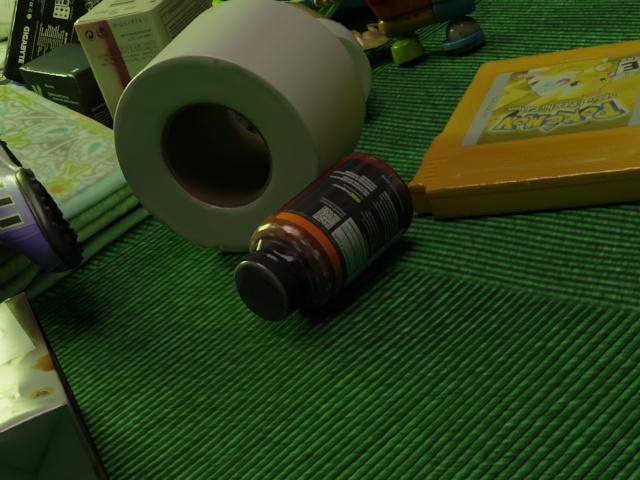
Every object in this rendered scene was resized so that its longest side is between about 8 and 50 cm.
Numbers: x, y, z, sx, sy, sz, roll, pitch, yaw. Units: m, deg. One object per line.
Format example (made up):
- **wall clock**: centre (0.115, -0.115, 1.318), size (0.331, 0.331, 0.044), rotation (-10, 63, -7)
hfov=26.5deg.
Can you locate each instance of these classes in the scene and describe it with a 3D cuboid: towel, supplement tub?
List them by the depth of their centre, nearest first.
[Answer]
- **supplement tub**: centre (0.000, 0.000, 1.369), size (0.106, 0.106, 0.198), rotation (7, 35, 42)
- **towel**: centre (-0.407, -0.054, 1.680), size (0.321, 0.090, 0.374), rotation (24, 42, 31)
- **supplement tub**: centre (-0.024, -0.232, 1.800), size (0.144, 0.144, 0.200), rotation (-24, 26, -11)

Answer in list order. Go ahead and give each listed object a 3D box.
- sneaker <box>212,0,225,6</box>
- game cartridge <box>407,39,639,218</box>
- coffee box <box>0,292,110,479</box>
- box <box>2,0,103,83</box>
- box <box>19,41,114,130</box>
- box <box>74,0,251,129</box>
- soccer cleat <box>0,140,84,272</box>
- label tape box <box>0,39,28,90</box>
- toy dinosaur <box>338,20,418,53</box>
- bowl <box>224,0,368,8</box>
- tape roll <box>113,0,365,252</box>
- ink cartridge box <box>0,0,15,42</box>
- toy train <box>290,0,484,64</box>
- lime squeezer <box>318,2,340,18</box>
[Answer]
- **sneaker**: centre (-0.159, -0.297, 2.093), size (0.121, 0.111, 0.300), rotation (-28, 20, 3)
- **game cartridge**: centre (0.271, -0.131, 1.511), size (0.285, 0.052, 0.323), rotation (-5, 28, 26)
- **coffee box**: centre (-0.258, 0.162, 1.181), size (0.098, 0.141, 0.246), rotation (-25, 27, -11)
- **box**: centre (-0.312, -0.372, 2.000), size (0.257, 0.321, 0.079), rotation (10, 2, 7)
- **box**: centre (-0.320, -0.183, 1.888), size (0.093, 0.158, 0.156), rotation (-34, 30, -30)
- **box**: centre (-0.202, -0.219, 1.791), size (0.127, 0.232, 0.148), rotation (-5, 29, 27)
- **soccer cleat**: centre (-0.371, -0.042, 1.520), size (0.116, 0.108, 0.318), rotation (-38, 49, -10)
- **label tape box**: centre (-0.476, -0.247, 2.181), size (0.334, 0.105, 0.240), rotation (-8, 28, 22)
- **toy dinosaur**: centre (0.054, -0.282, 1.954), size (0.183, 0.053, 0.093), rotation (-31, 30, -25)
- **bowl**: centre (-0.051, -0.438, 2.172), size (0.391, 0.077, 0.391), rotation (3, 20, -1)
- **tape roll**: centre (-0.088, -0.131, 1.530), size (0.246, 0.246, 0.169), rotation (-6, 29, 25)
- **ink cartridge box**: centre (-0.467, -0.382, 2.317), size (0.218, 0.092, 0.158), rotation (-1, -11, -12)
- **toy train**: centre (0.097, -0.308, 1.887), size (0.248, 0.143, 0.105), rotation (-17, 17, 16)
- **lime squeezer**: centre (-0.055, -0.294, 1.949), size (0.310, 0.110, 0.058), rotation (-27, 69, -15)
